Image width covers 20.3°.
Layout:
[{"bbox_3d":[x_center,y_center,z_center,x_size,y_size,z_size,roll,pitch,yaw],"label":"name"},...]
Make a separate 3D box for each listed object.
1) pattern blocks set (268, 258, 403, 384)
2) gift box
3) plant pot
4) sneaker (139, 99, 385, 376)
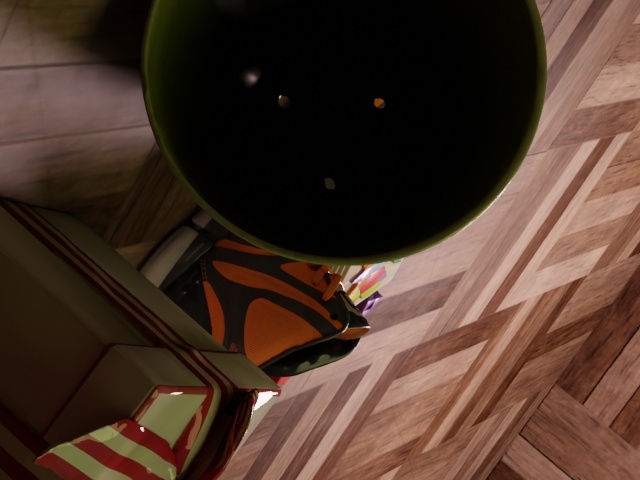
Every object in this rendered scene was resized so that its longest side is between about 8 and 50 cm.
[{"bbox_3d":[0.053,0.020,1.944,0.285,0.026,0.325,-39,162,-24],"label":"pattern blocks set"},{"bbox_3d":[-0.209,0.139,1.250,0.255,0.258,0.276,-55,162,13],"label":"gift box"},{"bbox_3d":[0.015,-0.105,1.348,0.275,0.275,0.293,-49,177,-4],"label":"plant pot"},{"bbox_3d":[0.000,0.000,1.584,0.321,0.180,0.124,-48,162,-6],"label":"sneaker"}]
